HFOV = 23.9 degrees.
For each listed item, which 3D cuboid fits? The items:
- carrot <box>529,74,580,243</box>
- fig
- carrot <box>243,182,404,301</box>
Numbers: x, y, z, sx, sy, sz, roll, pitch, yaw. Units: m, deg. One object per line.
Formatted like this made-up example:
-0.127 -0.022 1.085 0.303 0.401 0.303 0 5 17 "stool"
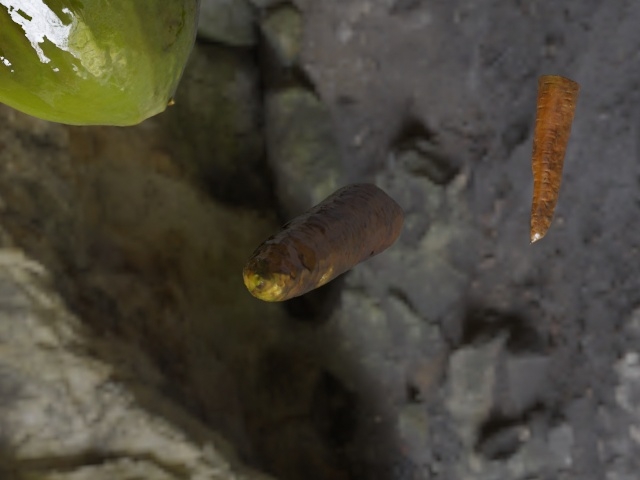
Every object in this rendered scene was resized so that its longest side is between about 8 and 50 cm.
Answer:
0.302 -0.103 1.996 0.057 0.057 0.224 149 129 -77 "carrot"
-0.298 -0.289 1.782 0.343 0.343 0.343 176 90 -79 "fig"
0.000 0.000 1.154 0.314 0.066 0.066 -26 -64 -71 "carrot"
